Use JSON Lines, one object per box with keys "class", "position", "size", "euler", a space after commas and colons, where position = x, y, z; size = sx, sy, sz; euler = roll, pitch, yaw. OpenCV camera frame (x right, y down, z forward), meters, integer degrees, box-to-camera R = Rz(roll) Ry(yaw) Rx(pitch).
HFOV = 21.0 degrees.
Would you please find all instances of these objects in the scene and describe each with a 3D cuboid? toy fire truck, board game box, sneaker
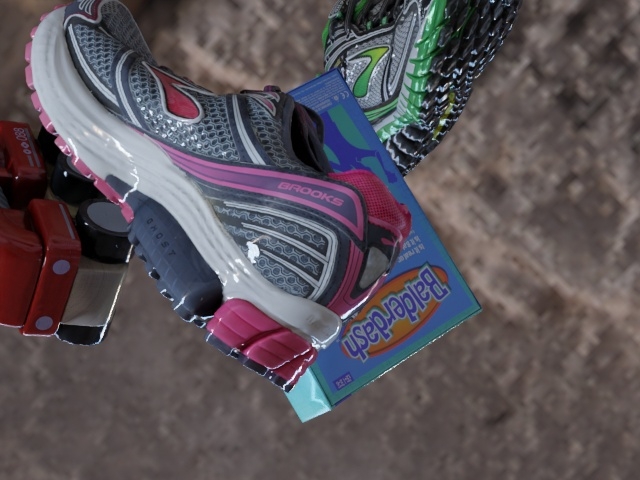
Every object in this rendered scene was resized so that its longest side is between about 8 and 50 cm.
{"class": "toy fire truck", "position": [-0.290, -0.038, 1.444], "size": [0.246, 0.158, 0.217], "euler": [5, -146, -27]}
{"class": "board game box", "position": [0.000, 0.000, 1.233], "size": [0.160, 0.047, 0.210], "euler": [-29, -93, -35]}
{"class": "sneaker", "position": [0.065, -0.169, 1.500], "size": [0.146, 0.134, 0.343], "euler": [41, 153, 6]}
{"class": "sneaker", "position": [-0.056, -0.046, 0.918], "size": [0.121, 0.112, 0.299], "euler": [38, -172, -49]}
